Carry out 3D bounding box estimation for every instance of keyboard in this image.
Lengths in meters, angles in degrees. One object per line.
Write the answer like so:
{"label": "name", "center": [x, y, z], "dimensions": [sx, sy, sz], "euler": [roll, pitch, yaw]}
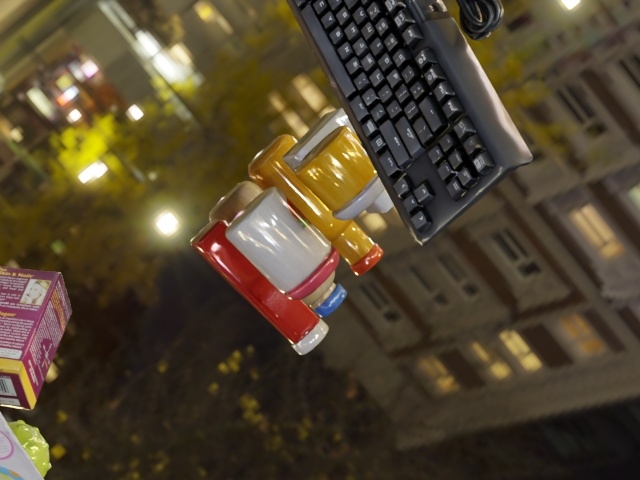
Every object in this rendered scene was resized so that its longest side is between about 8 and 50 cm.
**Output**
{"label": "keyboard", "center": [0.038, -0.099, 0.739], "dimensions": [0.023, 0.180, 0.108], "euler": [-6, 152, -48]}

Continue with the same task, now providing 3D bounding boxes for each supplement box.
{"label": "supplement box", "center": [-0.198, 0.060, 0.977], "dimensions": [0.055, 0.043, 0.083], "euler": [6, -132, 12]}

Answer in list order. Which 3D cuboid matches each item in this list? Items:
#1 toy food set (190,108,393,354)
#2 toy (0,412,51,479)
{"label": "toy food set", "center": [0.000, 0.000, 0.921], "dimensions": [0.111, 0.104, 0.232], "euler": [-46, -170, -10]}
{"label": "toy", "center": [-0.206, 0.147, 0.955], "dimensions": [0.137, 0.237, 0.056], "euler": [-7, -150, 29]}
